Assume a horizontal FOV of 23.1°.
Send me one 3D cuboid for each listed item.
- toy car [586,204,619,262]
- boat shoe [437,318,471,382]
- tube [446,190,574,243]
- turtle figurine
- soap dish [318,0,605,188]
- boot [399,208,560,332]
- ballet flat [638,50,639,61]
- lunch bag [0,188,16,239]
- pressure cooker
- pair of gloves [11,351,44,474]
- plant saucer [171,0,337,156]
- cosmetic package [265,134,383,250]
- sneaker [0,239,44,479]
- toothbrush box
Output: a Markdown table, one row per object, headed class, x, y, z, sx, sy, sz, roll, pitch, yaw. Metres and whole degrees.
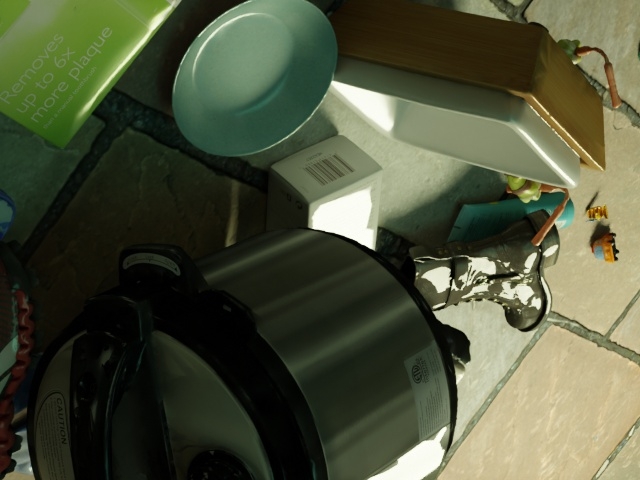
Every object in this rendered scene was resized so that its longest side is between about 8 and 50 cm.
| class | x | y | z | sx | sy | sz | roll | pitch | yaw |
| --- | --- | --- | --- | --- | --- | --- | --- | --- | --- |
| toy car | 0.423 | -0.017 | 2.373 | 0.040 | 0.060 | 0.122 | -9 | 126 | 17 |
| boat shoe | 0.033 | 0.210 | 2.099 | 0.158 | 0.127 | 0.340 | 33 | 110 | -26 |
| tube | 0.261 | -0.029 | 2.160 | 0.207 | 0.052 | 0.080 | -10 | 130 | -37 |
| turtle figurine | 0.227 | -0.137 | 1.862 | 0.087 | 0.217 | 0.269 | -23 | 138 | -40 |
| soap dish | 0.157 | -0.169 | 1.724 | 0.229 | 0.291 | 0.118 | 34 | 76 | -54 |
| boot | 0.202 | 0.062 | 2.143 | 0.229 | 0.091 | 0.263 | -18 | 143 | -13 |
| ballet flat | 0.499 | -0.303 | 2.151 | 0.057 | 0.052 | 0.168 | 11 | 115 | -51 |
| lunch bag | -0.393 | -0.021 | 1.418 | 0.176 | 0.090 | 0.219 | -51 | 146 | -1 |
| pressure cooker | -0.099 | 0.194 | 1.642 | 0.420 | 0.370 | 0.375 | -25 | 158 | -52 |
| pair of gloves | -0.328 | 0.199 | 1.754 | 0.159 | 0.023 | 0.198 | -24 | 138 | -31 |
| plant saucer | -0.075 | -0.178 | 1.642 | 0.195 | 0.037 | 0.195 | -19 | 134 | -22 |
| cosmetic package | 0.000 | 0.000 | 1.870 | 0.117 | 0.085 | 0.231 | -25 | 141 | -30 |
| sneaker | -0.362 | 0.128 | 1.581 | 0.135 | 0.097 | 0.276 | -1 | 117 | -35 |
| toothbrush box | -0.269 | -0.234 | 1.320 | 0.206 | 0.122 | 0.283 | -51 | 144 | 2 |
